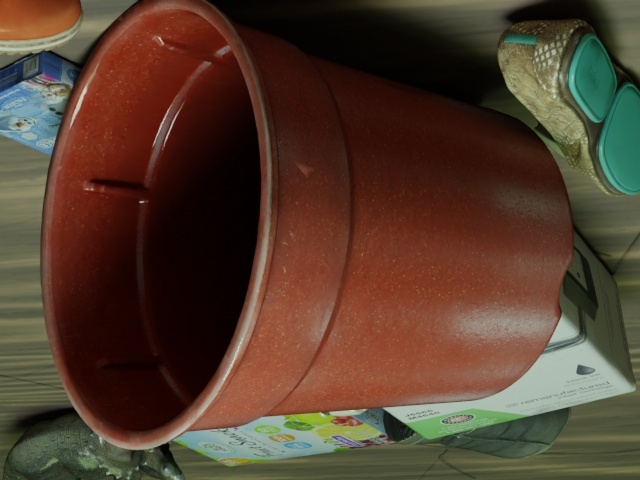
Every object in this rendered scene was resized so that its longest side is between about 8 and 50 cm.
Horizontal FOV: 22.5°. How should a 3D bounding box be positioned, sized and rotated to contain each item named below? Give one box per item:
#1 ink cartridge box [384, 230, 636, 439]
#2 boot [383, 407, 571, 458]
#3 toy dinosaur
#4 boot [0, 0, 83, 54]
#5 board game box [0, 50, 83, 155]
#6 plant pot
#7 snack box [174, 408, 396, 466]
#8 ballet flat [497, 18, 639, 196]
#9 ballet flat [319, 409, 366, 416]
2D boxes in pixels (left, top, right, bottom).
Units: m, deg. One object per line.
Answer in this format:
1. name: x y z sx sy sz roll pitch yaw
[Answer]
1. ink cartridge box: 0.118 0.057 1.310 0.198 0.115 0.273 -16 153 21
2. boot: 0.190 0.172 1.651 0.208 0.076 0.189 19 145 -39
3. toy dinosaur: -0.262 0.234 1.780 0.313 0.121 0.160 -6 145 26
4. boot: -0.194 -0.155 0.896 0.158 0.059 0.084 16 147 -31
5. board game box: -0.183 -0.091 1.090 0.090 0.020 0.090 -19 152 36
6. plant pot: 0.000 0.000 1.032 0.265 0.272 0.272 7 157 -35
7. snack box: -0.047 0.171 1.650 0.207 0.070 0.174 -10 156 26
8. ballet flat: 0.168 -0.091 1.061 0.067 0.073 0.206 19 165 30
9. ballet flat: 0.005 0.096 1.425 0.107 0.106 0.316 -13 154 24
